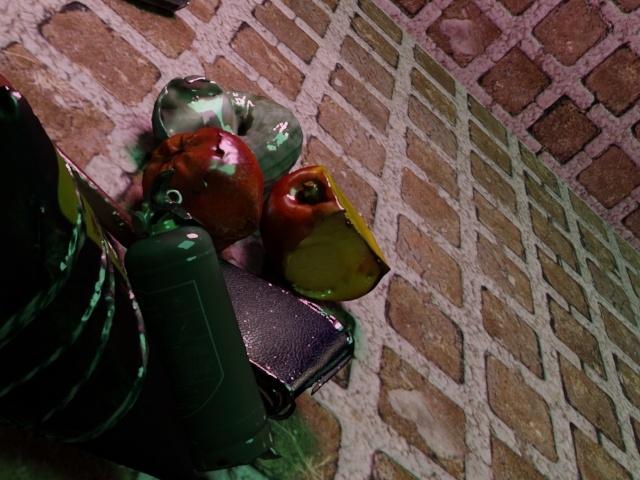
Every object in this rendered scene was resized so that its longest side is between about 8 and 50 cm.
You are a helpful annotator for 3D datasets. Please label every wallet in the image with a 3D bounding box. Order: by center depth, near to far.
[{"bbox_3d":[-0.103,0.110,1.111,0.262,0.071,0.221,32,23,13],"label":"wallet"}]

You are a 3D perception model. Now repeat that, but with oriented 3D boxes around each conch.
[{"bbox_3d":[-0.133,-0.151,1.390,0.277,0.195,0.220,63,34,-21],"label":"conch"}]

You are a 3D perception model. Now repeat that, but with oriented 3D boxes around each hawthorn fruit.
[{"bbox_3d":[-0.159,-0.063,1.228,0.173,0.179,0.173,0,40,0],"label":"hawthorn fruit"}]

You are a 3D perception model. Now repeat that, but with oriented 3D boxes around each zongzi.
[{"bbox_3d":[-0.253,0.090,0.801,0.362,0.319,0.383,51,4,14],"label":"zongzi"}]

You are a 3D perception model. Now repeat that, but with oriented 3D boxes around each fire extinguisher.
[{"bbox_3d":[-0.132,0.083,0.919,0.095,0.114,0.311,-22,98,-35],"label":"fire extinguisher"}]

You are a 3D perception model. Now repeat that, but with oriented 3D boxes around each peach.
[{"bbox_3d":[-0.003,-0.006,1.369,0.267,0.158,0.154,45,22,-56],"label":"peach"}]

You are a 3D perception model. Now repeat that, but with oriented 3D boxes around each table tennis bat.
[{"bbox_3d":[-0.325,-0.110,1.046,0.414,0.051,0.268,42,-8,18],"label":"table tennis bat"}]

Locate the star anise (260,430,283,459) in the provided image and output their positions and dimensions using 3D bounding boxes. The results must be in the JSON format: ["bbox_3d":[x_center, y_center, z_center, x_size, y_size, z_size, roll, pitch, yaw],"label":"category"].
[{"bbox_3d":[-0.102,0.209,1.053,0.141,0.042,0.141,36,28,-22],"label":"star anise"}]

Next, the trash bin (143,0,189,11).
[{"bbox_3d":[-0.341,-0.570,1.683,0.239,0.161,0.184,49,24,23],"label":"trash bin"}]
